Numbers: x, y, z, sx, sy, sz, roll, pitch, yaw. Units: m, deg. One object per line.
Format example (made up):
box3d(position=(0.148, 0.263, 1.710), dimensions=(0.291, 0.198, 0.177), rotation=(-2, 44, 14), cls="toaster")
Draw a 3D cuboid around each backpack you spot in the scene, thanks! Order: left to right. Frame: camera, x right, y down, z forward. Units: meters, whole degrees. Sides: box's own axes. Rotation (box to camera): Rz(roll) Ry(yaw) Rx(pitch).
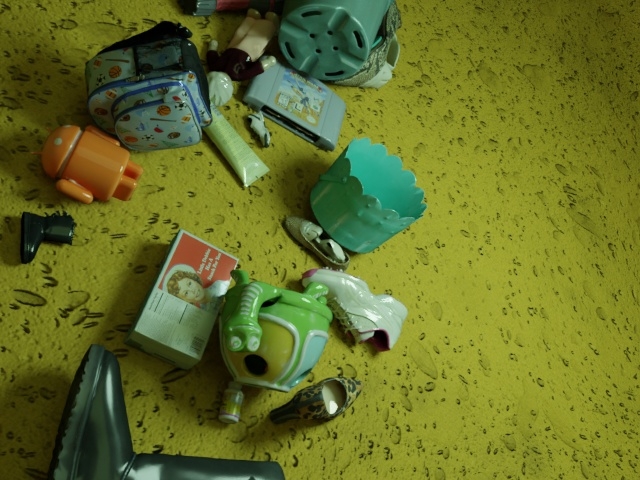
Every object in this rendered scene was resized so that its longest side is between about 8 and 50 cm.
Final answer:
box3d(position=(-0.392, -0.323, 1.461), dimensions=(0.264, 0.276, 0.213), rotation=(-5, 63, 1), cls="backpack")

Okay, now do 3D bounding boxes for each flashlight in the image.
box3d(position=(-0.243, -0.683, 1.843), dimensions=(0.304, 0.103, 0.103), rotation=(-20, 81, -40), cls="flashlight")

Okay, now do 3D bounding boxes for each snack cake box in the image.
box3d(position=(-0.296, 0.126, 1.394), dimensions=(0.152, 0.089, 0.264), rotation=(29, 53, -16), cls="snack cake box")

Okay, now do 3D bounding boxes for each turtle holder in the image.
box3d(position=(-0.095, 0.195, 1.349), dimensions=(0.244, 0.320, 0.227), rotation=(16, 74, -12), cls="turtle holder")

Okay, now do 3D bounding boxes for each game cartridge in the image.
box3d(position=(-0.066, -0.400, 1.844), dimensions=(0.297, 0.062, 0.198), rotation=(27, 58, -19), cls="game cartridge")

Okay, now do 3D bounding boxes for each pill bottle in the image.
box3d(position=(-0.190, 0.346, 1.378), dimensions=(0.043, 0.043, 0.083), rotation=(23, 55, -22), cls="pill bottle")

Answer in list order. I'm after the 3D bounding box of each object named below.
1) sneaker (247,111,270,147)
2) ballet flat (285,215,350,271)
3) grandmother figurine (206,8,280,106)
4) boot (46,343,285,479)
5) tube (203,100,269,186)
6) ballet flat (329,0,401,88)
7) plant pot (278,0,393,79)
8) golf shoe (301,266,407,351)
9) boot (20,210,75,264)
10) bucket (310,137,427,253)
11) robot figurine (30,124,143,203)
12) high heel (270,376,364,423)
box3d(position=(-0.166, -0.295, 1.737), dimensions=(0.044, 0.040, 0.109), rotation=(-14, 71, -21), cls="sneaker")
box3d(position=(0.000, 0.000, 1.667), dimensions=(0.206, 0.067, 0.073), rotation=(41, 53, -8), cls="ballet flat")
box3d(position=(-0.219, -0.492, 1.749), dimensions=(0.342, 0.208, 0.104), rotation=(-61, 149, -30), cls="grandmother figurine")
box3d(position=(-0.268, 0.419, 1.221), dimensions=(0.446, 0.146, 0.366), rotation=(17, 66, -22), cls="boot")
box3d(position=(-0.237, -0.252, 1.655), dimensions=(0.240, 0.070, 0.062), rotation=(50, 6, -5), cls="tube")
box3d(position=(0.175, -0.601, 2.055), dimensions=(0.182, 0.164, 0.482), rotation=(49, 45, -29), cls="ballet flat")
box3d(position=(0.039, -0.657, 1.816), dimensions=(0.341, 0.341, 0.334), rotation=(27, 53, -20), cls="plant pot")
box3d(position=(0.083, 0.172, 1.607), dimensions=(0.306, 0.115, 0.140), rotation=(27, 58, -18), cls="golf shoe")
box3d(position=(-0.559, -0.006, 1.321), dimensions=(0.099, 0.045, 0.121), rotation=(7, 62, -34), cls="boot")
box3d(position=(0.119, -0.114, 1.694), dimensions=(0.281, 0.183, 0.281), rotation=(30, 37, -26), cls="bucket")
box3d(position=(-0.500, -0.165, 1.386), dimensions=(0.220, 0.128, 0.158), rotation=(26, 89, -20), cls="robot figurine")
box3d(position=(0.036, 0.345, 1.433), dimensions=(0.261, 0.186, 0.093), rotation=(-11, 73, -37), cls="high heel")
